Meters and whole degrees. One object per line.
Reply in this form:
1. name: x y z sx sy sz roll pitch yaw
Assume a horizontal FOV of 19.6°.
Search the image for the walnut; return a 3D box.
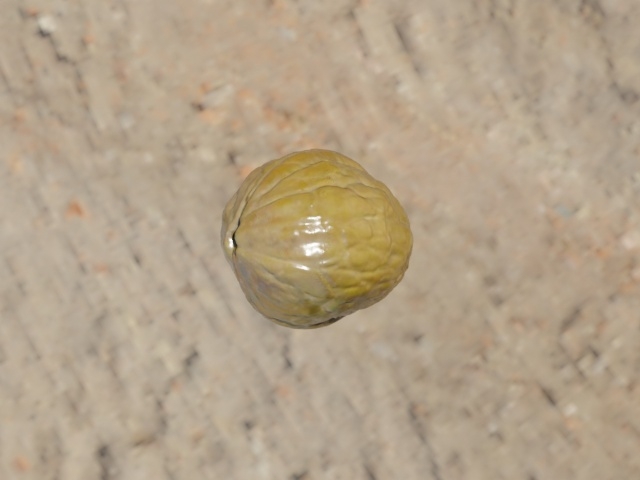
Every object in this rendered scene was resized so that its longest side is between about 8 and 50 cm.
1. walnut: 0.000 0.000 1.062 0.105 0.124 0.105 -9 77 45
